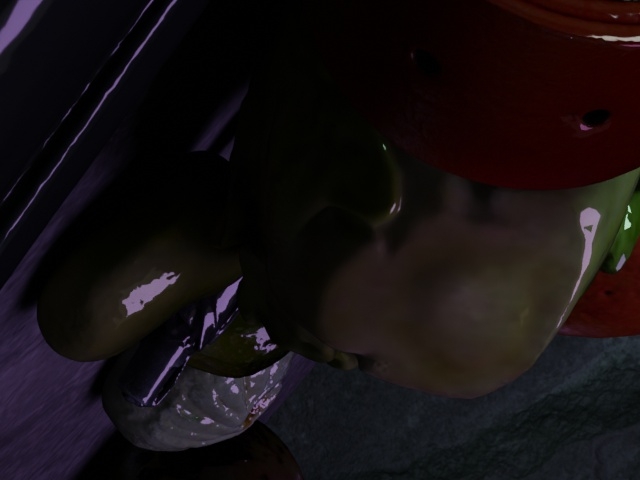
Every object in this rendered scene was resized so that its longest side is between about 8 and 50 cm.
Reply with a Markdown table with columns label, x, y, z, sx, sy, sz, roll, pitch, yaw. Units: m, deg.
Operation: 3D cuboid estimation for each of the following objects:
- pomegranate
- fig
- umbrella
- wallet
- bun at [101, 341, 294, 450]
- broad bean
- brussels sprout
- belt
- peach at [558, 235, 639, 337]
| label | x | y | z | sx | sy | sz | roll | pitch | yaw |
| --- | --- | --- | --- | --- | --- | --- | --- | --- | --- |
| pomegranate | -0.154 | 0.302 | 1.766 | 0.306 | 0.242 | 0.242 | -31 | 180 | 19 |
| fig | -0.084 | 0.035 | 1.236 | 0.156 | 0.123 | 0.123 | 11 | 131 | -32 |
| umbrella | -0.066 | 0.006 | 1.157 | 0.236 | 0.066 | 0.059 | -57 | 171 | -3 |
| wallet | -0.135 | -0.030 | 0.659 | 0.406 | 0.062 | 0.228 | -51 | 173 | 14 |
| bun | -0.087 | 0.099 | 1.445 | 0.195 | 0.118 | 0.195 | -52 | 175 | -7 |
| broad bean | -0.092 | 0.008 | 1.051 | 0.174 | 0.082 | 0.124 | -44 | 175 | -48 |
| brussels sprout | 0.079 | -0.074 | 0.978 | 0.328 | 0.247 | 0.328 | 11 | 90 | -89 |
| belt | 0.122 | -0.172 | 0.805 | 0.324 | 0.227 | 0.115 | -62 | 179 | -36 |
| peach | 0.220 | -0.107 | 1.267 | 0.388 | 0.388 | 0.388 | -49 | 173 | -8 |
